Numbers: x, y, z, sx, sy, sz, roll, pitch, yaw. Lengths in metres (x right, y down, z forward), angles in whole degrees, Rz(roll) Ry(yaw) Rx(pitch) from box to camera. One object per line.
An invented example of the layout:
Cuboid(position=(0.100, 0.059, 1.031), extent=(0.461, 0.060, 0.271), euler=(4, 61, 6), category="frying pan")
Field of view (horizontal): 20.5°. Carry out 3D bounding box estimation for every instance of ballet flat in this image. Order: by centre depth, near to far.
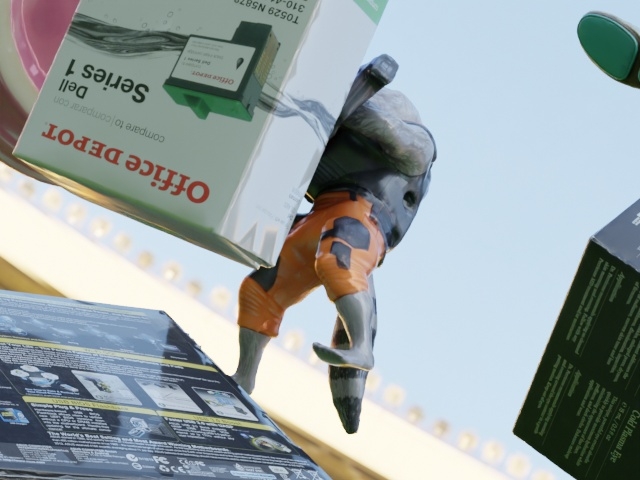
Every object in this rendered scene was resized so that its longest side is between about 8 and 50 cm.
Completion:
Cuboid(position=(0.321, -0.171, 1.737), extent=(0.168, 0.052, 0.057), euler=(43, -59, 35), category="ballet flat")

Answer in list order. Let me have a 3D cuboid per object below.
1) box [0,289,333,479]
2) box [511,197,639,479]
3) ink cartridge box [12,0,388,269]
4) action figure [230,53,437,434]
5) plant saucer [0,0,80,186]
Cuboid(position=(-0.222, 0.132, 1.305), extent=(0.395, 0.097, 0.318), euler=(9, 20, -38), category="box")
Cuboid(position=(0.430, 0.162, 2.034), extent=(0.312, 0.179, 0.343), euler=(37, -43, 22), category="box")
Cuboid(position=(-0.068, -0.113, 1.097), extent=(0.160, 0.219, 0.092), euler=(20, -6, 24), category="ink cartridge box")
Cuboid(position=(0.000, 0.000, 1.596), extent=(0.178, 0.330, 0.341), euler=(32, -29, -15), category="action figure")
Cuboid(position=(-0.168, -0.198, 1.479), extent=(0.332, 0.332, 0.084), euler=(53, -11, -29), category="plant saucer")
